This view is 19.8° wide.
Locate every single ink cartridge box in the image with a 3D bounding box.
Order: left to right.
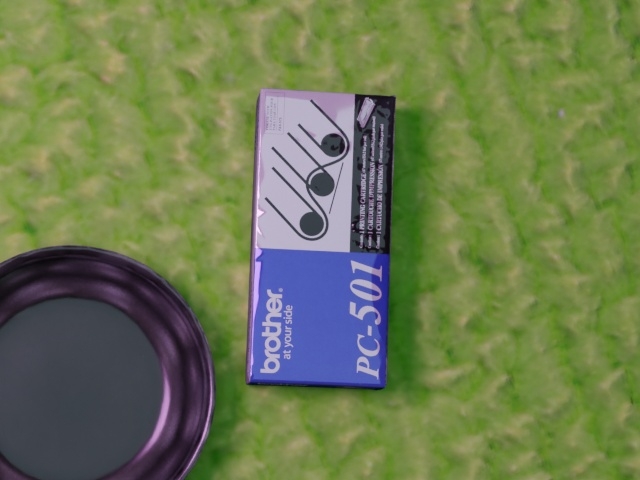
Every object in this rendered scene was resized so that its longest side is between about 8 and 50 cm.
[{"bbox_3d":[0.000,0.000,1.291,0.097,0.046,0.207,2,83,-6],"label":"ink cartridge box"}]

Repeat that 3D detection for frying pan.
[{"bbox_3d":[-0.114,0.132,1.259,0.326,0.053,0.197,28,81,-5],"label":"frying pan"}]
